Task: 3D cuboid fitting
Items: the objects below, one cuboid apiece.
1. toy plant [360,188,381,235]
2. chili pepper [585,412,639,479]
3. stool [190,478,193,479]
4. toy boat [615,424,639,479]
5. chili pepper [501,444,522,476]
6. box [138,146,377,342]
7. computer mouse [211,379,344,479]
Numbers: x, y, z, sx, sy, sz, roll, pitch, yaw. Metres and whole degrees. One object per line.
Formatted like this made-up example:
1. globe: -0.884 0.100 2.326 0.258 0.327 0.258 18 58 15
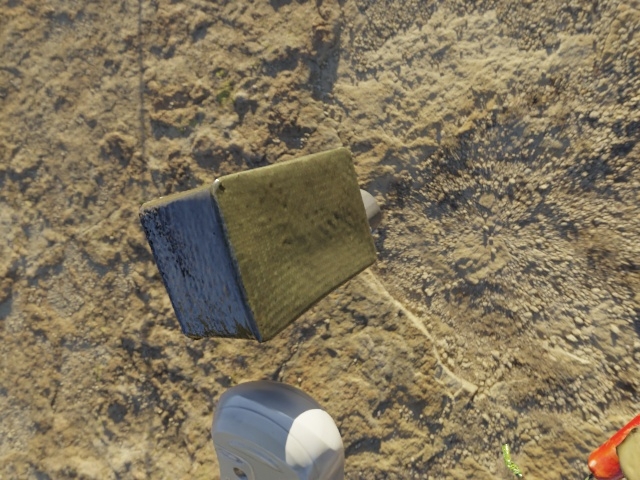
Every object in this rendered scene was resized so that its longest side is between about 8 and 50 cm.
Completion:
1. toy plant: 0.011 0.003 1.119 0.280 0.400 0.185 20 132 35
2. chili pepper: 0.667 0.466 0.908 0.272 0.064 0.071 -61 33 17
3. stool: -0.396 0.883 1.282 0.140 0.153 0.227 1 82 0
4. toy boat: 0.264 0.124 0.207 0.189 0.061 0.115 14 121 -7
5. chili pepper: 0.488 0.567 1.052 0.027 0.083 0.022 -14 126 1
6. box: -0.060 -0.004 0.544 0.143 0.273 0.183 -7 104 37
7. computer mouse: -0.053 0.296 0.567 0.185 0.121 0.296 9 128 22
